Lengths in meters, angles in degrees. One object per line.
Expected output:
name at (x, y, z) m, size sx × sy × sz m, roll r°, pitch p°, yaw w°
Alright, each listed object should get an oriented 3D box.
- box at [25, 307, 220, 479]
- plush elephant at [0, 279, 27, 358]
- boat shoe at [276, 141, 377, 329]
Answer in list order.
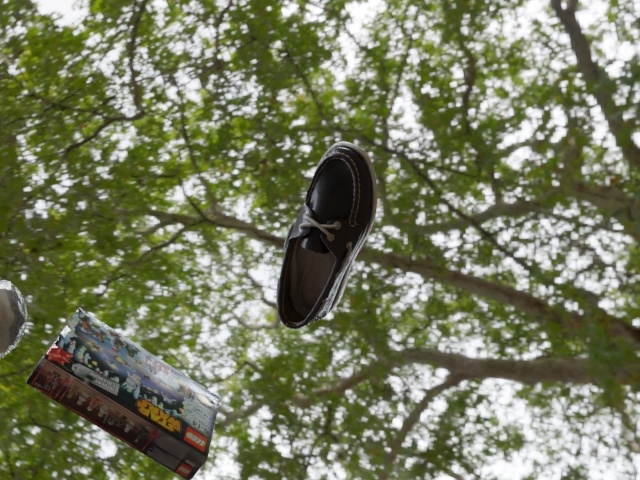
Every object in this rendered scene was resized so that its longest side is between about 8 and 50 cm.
box at (-0.142, 0.112, 0.622) m, size 0.137 × 0.094 × 0.027 m, roll 35°, pitch -76°, yaw -11°
plush elephant at (-0.384, 0.165, 0.567) m, size 0.330 × 0.255 × 0.271 m, roll 17°, pitch -60°, yaw -21°
boat shoe at (0.000, 0.000, 0.513) m, size 0.038 × 0.046 × 0.125 m, roll -35°, pitch -31°, yaw -55°
